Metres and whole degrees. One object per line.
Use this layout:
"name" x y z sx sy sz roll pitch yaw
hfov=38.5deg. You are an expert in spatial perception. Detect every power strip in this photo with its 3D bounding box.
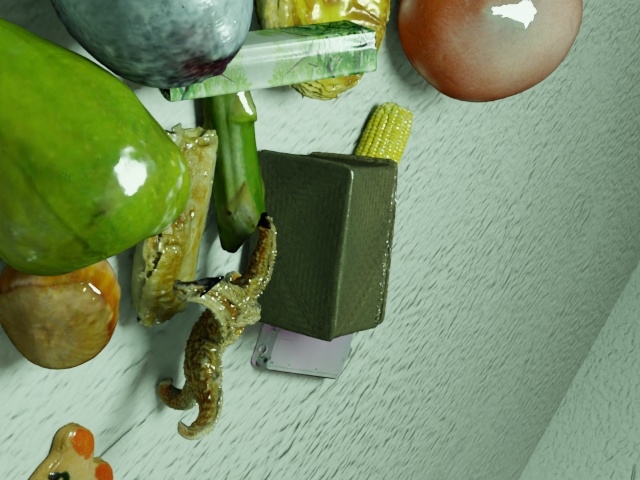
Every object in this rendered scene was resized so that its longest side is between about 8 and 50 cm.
"power strip" -0.024 0.184 1.630 0.279 0.038 0.109 21 86 -58

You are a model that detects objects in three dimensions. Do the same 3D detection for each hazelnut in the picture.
"hazelnut" -0.304 0.065 1.066 0.150 0.150 0.150 -32 131 -47

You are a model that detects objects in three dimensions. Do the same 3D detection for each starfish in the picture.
"starfish" -0.146 0.123 1.261 0.303 0.113 0.312 107 5 -64

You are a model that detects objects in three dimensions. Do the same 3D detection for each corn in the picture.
"corn" 0.091 -0.125 1.614 0.081 0.081 0.248 34 77 -57

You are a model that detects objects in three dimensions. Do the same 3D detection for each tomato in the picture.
"tomato" 0.291 -0.390 1.570 0.321 0.322 0.321 -32 131 -47

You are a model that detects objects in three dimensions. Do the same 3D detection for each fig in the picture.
"fig" -0.292 -0.102 0.948 0.233 0.314 0.233 -46 172 -9

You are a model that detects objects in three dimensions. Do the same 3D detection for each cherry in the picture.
"cherry" -0.179 -0.297 0.941 0.218 0.296 0.255 -16 155 -22

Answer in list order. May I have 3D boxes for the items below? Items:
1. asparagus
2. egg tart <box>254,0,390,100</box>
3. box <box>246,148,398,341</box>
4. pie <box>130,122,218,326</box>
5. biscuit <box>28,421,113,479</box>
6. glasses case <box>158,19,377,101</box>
"asparagus" -0.125 -0.143 1.276 0.085 0.082 0.342 -8 117 -8
"egg tart" -0.008 -0.350 1.316 0.295 0.116 0.294 -26 125 -44
"box" 0.001 0.000 1.418 0.143 0.184 0.273 -6 104 -57
"pie" -0.198 -0.026 1.219 0.129 0.068 0.282 -19 129 -56
"biscuit" -0.368 0.369 1.193 0.250 0.036 0.165 -50 141 -32
"glasses case" -0.070 -0.229 1.161 0.272 0.095 0.062 -11 115 -18
